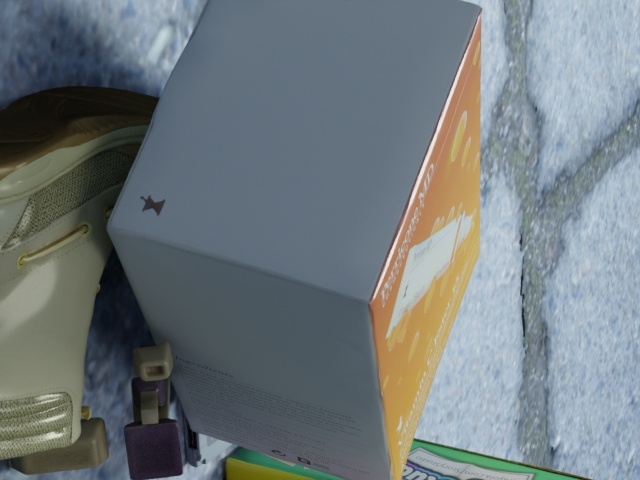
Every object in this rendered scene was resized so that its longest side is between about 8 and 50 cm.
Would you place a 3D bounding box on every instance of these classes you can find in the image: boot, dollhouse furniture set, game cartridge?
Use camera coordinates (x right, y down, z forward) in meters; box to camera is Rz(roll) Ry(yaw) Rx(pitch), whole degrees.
[{"bbox_3d":[-0.161,0.016,1.098,0.262,0.095,0.203,-33,131,-62],"label":"boot"},{"bbox_3d":[-0.153,0.104,1.163,0.081,0.114,0.091,-104,-171,-65],"label":"dollhouse furniture set"},{"bbox_3d":[-0.085,0.127,1.346,0.056,0.017,0.083,-28,122,-51],"label":"game cartridge"}]

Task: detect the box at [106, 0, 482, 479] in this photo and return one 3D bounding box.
[{"bbox_3d":[0.000,0.000,1.178,0.345,0.168,0.215,79,30,-63],"label":"box"}]

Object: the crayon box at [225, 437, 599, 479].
[{"bbox_3d":[0.108,0.325,1.391,0.106,0.363,0.313,-33,127,-53],"label":"crayon box"}]
